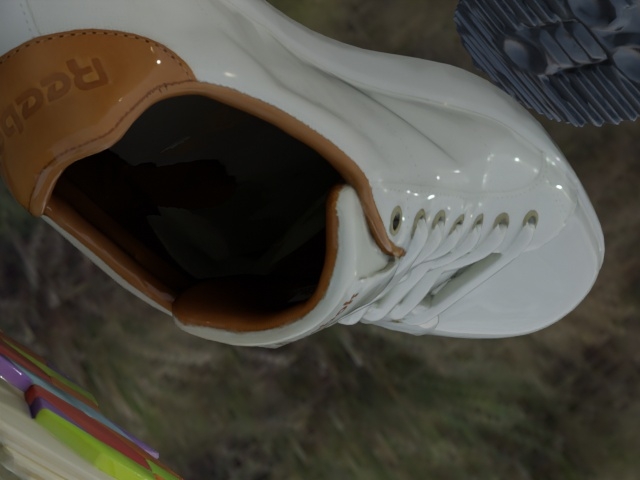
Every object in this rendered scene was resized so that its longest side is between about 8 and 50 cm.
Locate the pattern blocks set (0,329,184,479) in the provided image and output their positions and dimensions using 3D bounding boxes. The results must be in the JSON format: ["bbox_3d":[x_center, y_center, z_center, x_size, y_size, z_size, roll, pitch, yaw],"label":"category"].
[{"bbox_3d":[-0.083,0.055,0.559,0.026,0.325,0.285,-55,146,-3],"label":"pattern blocks set"}]

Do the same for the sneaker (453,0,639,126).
[{"bbox_3d":[0.196,-0.129,0.736,0.112,0.319,0.131,53,56,-30],"label":"sneaker"}]

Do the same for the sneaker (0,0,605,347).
[{"bbox_3d":[0.000,0.000,0.610,0.106,0.123,0.290,-41,139,25],"label":"sneaker"}]
